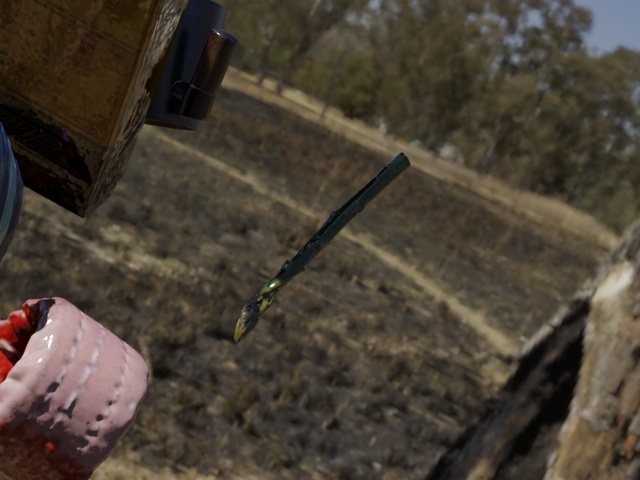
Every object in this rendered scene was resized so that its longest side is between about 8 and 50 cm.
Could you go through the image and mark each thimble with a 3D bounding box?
[{"bbox_3d":[-0.257,0.145,1.048,0.125,0.163,0.189,38,-25,-23],"label":"thimble"}]

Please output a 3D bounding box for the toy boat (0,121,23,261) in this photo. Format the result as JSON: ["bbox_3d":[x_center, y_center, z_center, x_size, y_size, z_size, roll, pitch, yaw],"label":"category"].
[{"bbox_3d":[-0.336,-0.016,0.855,0.067,0.221,0.291,21,1,18],"label":"toy boat"}]

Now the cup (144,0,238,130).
[{"bbox_3d":[-0.218,-0.250,1.541,0.166,0.177,0.239,10,1,-16],"label":"cup"}]

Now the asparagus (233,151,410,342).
[{"bbox_3d":[0.000,0.000,0.654,0.016,0.163,0.016,21,-37,37],"label":"asparagus"}]

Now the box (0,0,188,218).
[{"bbox_3d":[-0.308,-0.250,1.292,0.264,0.415,0.116,28,39,1],"label":"box"}]
